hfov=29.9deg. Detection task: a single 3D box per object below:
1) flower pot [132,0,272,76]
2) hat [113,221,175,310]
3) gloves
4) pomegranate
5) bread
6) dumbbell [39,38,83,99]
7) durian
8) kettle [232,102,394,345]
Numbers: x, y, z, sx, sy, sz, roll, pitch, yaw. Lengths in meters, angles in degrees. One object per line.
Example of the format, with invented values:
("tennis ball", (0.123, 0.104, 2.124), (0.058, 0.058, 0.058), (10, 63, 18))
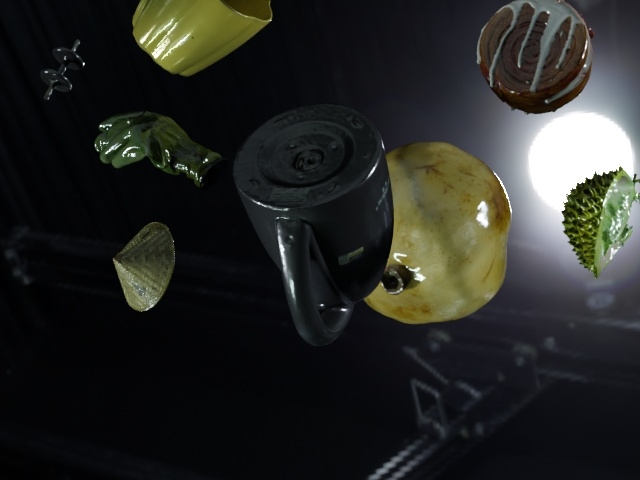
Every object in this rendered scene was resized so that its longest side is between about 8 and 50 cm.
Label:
("flower pot", (-0.206, -0.374, 1.962), (0.179, 0.195, 0.195), (-41, -160, 25))
("hat", (-0.296, 0.034, 1.880), (0.067, 0.146, 0.146), (15, -172, -38))
("gloves", (-0.286, -0.166, 2.119), (0.268, 0.107, 0.135), (17, -162, 23))
("pomegranate", (0.176, -0.008, 2.101), (0.332, 0.332, 0.332), (-12, -151, 7))
("bread", (0.291, -0.255, 1.627), (0.160, 0.073, 0.160), (-9, -111, 23))
("dumbbell", (-0.517, -0.343, 2.397), (0.069, 0.069, 0.147), (7, -118, 35))
("durian", (0.397, -0.047, 1.683), (0.086, 0.100, 0.215), (-17, -146, 49))
("kettle", (0.000, 0.000, 1.691), (0.207, 0.290, 0.268), (4, -132, 18))
